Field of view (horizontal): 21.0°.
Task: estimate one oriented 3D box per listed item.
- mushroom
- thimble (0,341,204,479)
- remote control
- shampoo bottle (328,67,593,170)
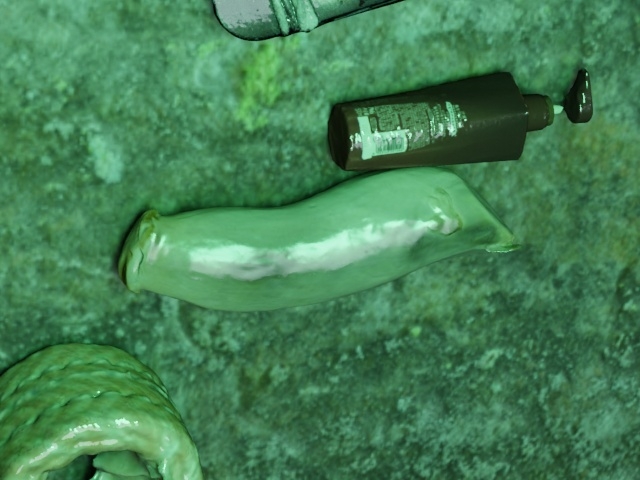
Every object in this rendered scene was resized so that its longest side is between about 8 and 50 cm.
[{"bbox_3d":[-0.001,0.002,1.504,0.351,0.097,0.109,-10,119,-12],"label":"mushroom"},{"bbox_3d":[-0.217,0.213,1.503,0.229,0.148,0.196,-40,122,1],"label":"thimble"},{"bbox_3d":[0.035,-0.234,1.419,0.266,0.066,0.090,-18,108,-6],"label":"remote control"},{"bbox_3d":[0.126,-0.107,1.511,0.236,0.067,0.068,-8,129,-17],"label":"shampoo bottle"}]
